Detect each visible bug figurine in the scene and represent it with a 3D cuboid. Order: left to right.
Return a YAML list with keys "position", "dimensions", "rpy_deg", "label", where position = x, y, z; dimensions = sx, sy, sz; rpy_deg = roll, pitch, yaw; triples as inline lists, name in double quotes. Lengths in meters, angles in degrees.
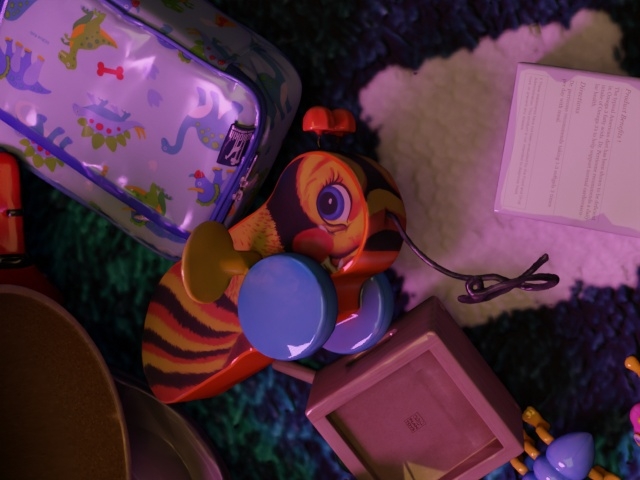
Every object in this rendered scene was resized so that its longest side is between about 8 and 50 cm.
- position: [0.264, 0.188, 1.032]
  dimensions: [0.279, 0.072, 0.216]
  rpy_deg: [35, 101, 8]
  label: "bug figurine"

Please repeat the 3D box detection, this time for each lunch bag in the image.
- position: [-0.134, -0.098, 1.066]
  dimensions: [0.219, 0.090, 0.176]
  rpy_deg: [35, 124, 7]
  label: "lunch bag"

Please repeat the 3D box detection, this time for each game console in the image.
- position: [-0.276, -0.004, 1.125]
  dimensions: [0.144, 0.085, 0.124]
  rpy_deg: [-3, 94, 12]
  label: "game console"

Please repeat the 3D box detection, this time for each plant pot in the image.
- position: [-0.297, 0.162, 0.984]
  dimensions: [0.254, 0.237, 0.237]
  rpy_deg: [-9, 93, 26]
  label: "plant pot"

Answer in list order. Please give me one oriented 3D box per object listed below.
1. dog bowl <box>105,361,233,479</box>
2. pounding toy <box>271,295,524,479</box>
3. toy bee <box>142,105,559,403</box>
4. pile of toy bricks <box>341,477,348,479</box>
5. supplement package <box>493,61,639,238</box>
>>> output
- position: [-0.213, 0.243, 1.124]
  dimensions: [0.349, 0.102, 0.349]
  rpy_deg: [1, 95, 12]
  label: "dog bowl"
- position: [0.051, 0.117, 1.070]
  dimensions: [0.141, 0.100, 0.130]
  rpy_deg: [-34, 101, 15]
  label: "pounding toy"
- position: [0.000, 0.000, 1.012]
  dimensions: [0.298, 0.195, 0.162]
  rpy_deg: [-17, 79, 10]
  label: "toy bee"
- position: [-0.006, 0.243, 1.078]
  dimensions: [0.118, 0.105, 0.212]
  rpy_deg: [-24, 126, -13]
  label: "pile of toy bricks"
- position: [0.217, -0.056, 1.004]
  dimensions: [0.179, 0.105, 0.105]
  rpy_deg: [11, 96, 12]
  label: "supplement package"
